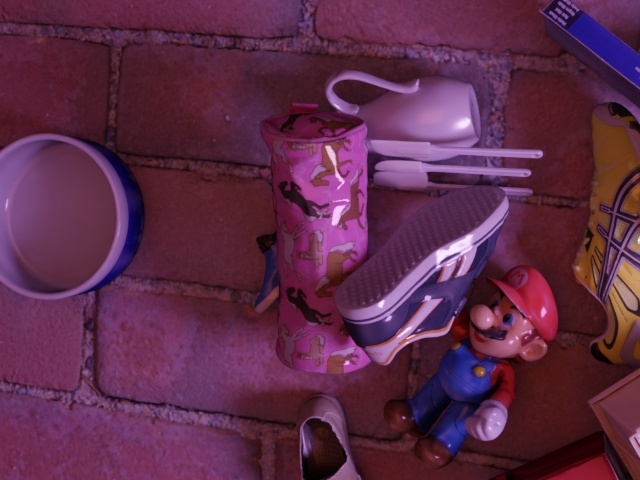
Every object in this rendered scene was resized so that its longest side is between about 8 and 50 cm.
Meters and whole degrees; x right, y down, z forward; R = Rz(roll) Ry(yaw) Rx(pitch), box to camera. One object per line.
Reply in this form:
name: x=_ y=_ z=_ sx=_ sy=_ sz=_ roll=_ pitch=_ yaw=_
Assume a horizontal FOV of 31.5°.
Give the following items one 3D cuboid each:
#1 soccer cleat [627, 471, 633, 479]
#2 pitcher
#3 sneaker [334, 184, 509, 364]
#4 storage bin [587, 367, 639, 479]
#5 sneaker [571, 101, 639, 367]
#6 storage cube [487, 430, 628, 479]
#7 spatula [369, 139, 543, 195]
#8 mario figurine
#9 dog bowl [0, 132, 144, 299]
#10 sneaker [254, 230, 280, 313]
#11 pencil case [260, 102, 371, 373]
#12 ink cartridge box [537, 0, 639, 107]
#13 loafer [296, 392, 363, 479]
soccer cleat: x=0.487 y=0.357 z=1.642 sx=0.072 sy=0.060 sz=0.179 roll=-12 pitch=87 yaw=32
pitcher: x=0.119 y=-0.190 z=1.665 sx=0.207 sy=0.178 sz=0.125 roll=-8 pitch=49 yaw=18
sneaker: x=0.154 y=0.047 z=1.620 sx=0.126 sy=0.321 sz=0.127 roll=21 pitch=140 yaw=48
storage bin: x=0.548 y=0.265 z=1.520 sx=0.262 sy=0.123 sz=0.260 roll=-33 pitch=106 yaw=-2
sneaker: x=0.421 y=-0.003 z=1.601 sx=0.147 sy=0.145 sz=0.385 roll=-11 pitch=87 yaw=13
storage cube: x=0.356 y=0.406 z=1.608 sx=0.193 sy=0.183 sz=0.215 roll=-28 pitch=84 yaw=12
spatula: x=0.195 y=-0.105 z=1.656 sx=0.242 sy=0.168 sz=0.019 roll=3 pitch=65 yaw=6
mario figurine: x=0.210 y=0.167 z=1.646 sx=0.198 sy=0.170 sz=0.320 roll=36 pitch=102 yaw=6
dog bowl: x=-0.424 y=-0.039 z=1.841 sx=0.264 sy=0.104 sz=0.265 roll=0 pitch=92 yaw=14
sneaker: x=-0.075 y=0.035 z=1.773 sx=0.084 sy=0.058 sz=0.152 roll=38 pitch=96 yaw=5
pencil case: x=0.000 y=0.000 z=1.645 sx=0.167 sy=0.160 sz=0.386 roll=15 pitch=119 yaw=38
ink cartridge box: x=0.402 y=-0.250 z=1.558 sx=0.223 sy=0.224 sz=0.045 roll=41 pitch=101 yaw=10
loafer: x=0.014 y=0.371 z=1.742 sx=0.102 sy=0.092 sz=0.269 roll=-19 pitch=87 yaw=14
